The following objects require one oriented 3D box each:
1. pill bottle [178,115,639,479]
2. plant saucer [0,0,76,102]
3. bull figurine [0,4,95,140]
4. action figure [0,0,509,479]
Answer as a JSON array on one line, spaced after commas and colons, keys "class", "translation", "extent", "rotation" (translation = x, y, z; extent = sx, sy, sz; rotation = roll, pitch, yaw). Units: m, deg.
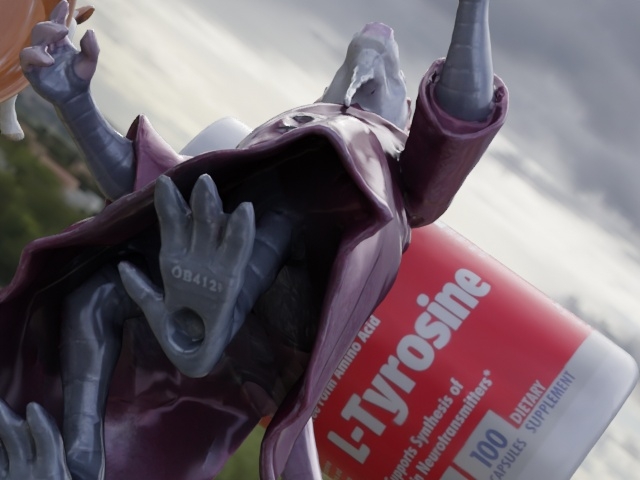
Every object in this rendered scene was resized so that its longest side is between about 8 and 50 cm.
[{"class": "pill bottle", "translation": [0.039, 0.079, 1.525], "extent": [0.407, 0.229, 0.229], "rotation": [35, -2, 10]}, {"class": "plant saucer", "translation": [-0.252, -0.182, 1.201], "extent": [0.200, 0.200, 0.037], "rotation": [39, -21, -31]}, {"class": "bull figurine", "translation": [-0.355, -0.202, 1.792], "extent": [0.310, 0.188, 0.101], "rotation": [30, 32, 21]}, {"class": "action figure", "translation": [0.000, 0.000, 0.858], "extent": [0.370, 0.248, 0.276], "rotation": [-45, 121, -65]}]
